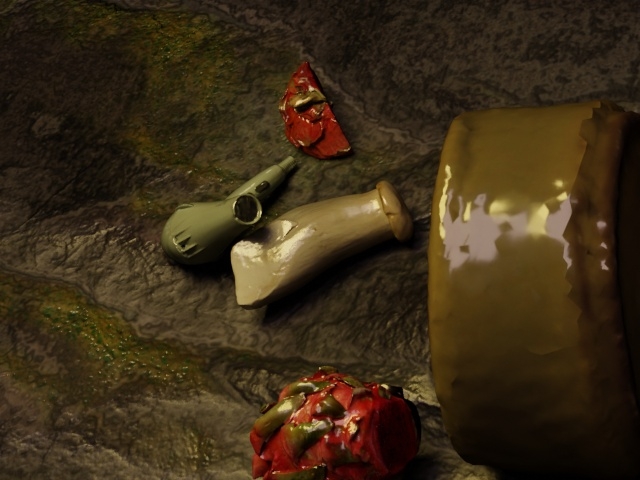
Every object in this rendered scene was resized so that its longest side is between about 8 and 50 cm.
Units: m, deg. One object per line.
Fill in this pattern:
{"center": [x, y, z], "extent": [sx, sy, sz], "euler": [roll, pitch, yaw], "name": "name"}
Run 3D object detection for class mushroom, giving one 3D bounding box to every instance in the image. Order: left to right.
{"center": [-0.005, -0.001, 1.525], "extent": [0.247, 0.096, 0.108], "euler": [-24, 16, -2], "name": "mushroom"}

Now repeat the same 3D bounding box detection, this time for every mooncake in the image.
{"center": [0.253, 0.050, 1.278], "extent": [0.246, 0.393, 0.394], "euler": [-3, 91, 22], "name": "mooncake"}

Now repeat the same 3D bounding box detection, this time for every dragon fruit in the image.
{"center": [-0.024, -0.186, 1.682], "extent": [0.083, 0.106, 0.162], "euler": [-23, 49, 6], "name": "dragon fruit"}
{"center": [0.009, 0.220, 1.296], "extent": [0.172, 0.166, 0.160], "euler": [-7, 55, 35], "name": "dragon fruit"}

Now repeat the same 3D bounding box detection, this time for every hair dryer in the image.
{"center": [-0.101, -0.046, 1.563], "extent": [0.225, 0.088, 0.219], "euler": [-35, 10, -11], "name": "hair dryer"}
